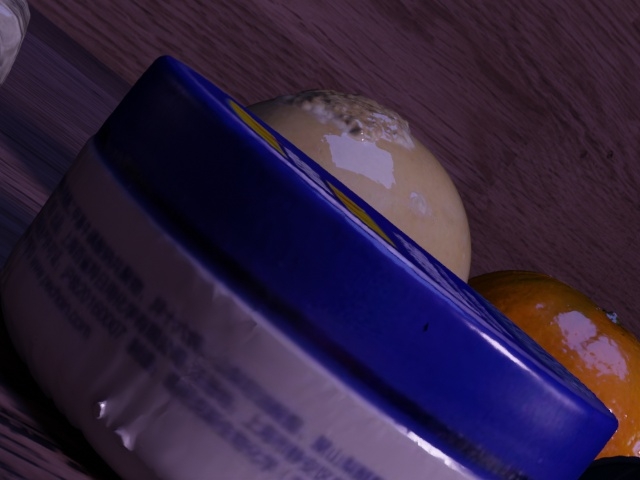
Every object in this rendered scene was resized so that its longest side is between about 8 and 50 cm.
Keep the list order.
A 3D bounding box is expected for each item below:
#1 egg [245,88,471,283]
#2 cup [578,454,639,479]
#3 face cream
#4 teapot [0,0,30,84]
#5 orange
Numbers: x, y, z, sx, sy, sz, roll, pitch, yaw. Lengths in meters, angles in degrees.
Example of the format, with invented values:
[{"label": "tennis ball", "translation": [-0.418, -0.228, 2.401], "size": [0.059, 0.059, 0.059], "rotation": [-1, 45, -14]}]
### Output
[{"label": "egg", "translation": [0.003, 0.000, 0.729], "size": [0.164, 0.164, 0.201], "rotation": [43, 5, 42]}, {"label": "cup", "translation": [0.166, 0.178, 0.669], "size": [0.176, 0.131, 0.155], "rotation": [5, -17, 37]}, {"label": "face cream", "translation": [-0.007, 0.038, 0.449], "size": [0.206, 0.111, 0.206], "rotation": [39, 3, -2]}, {"label": "teapot", "translation": [-0.195, -0.107, 0.602], "size": [0.107, 0.077, 0.200], "rotation": [36, 4, -17]}, {"label": "orange", "translation": [0.184, 0.126, 1.030], "size": [0.240, 0.171, 0.240], "rotation": [41, 1, -1]}]
